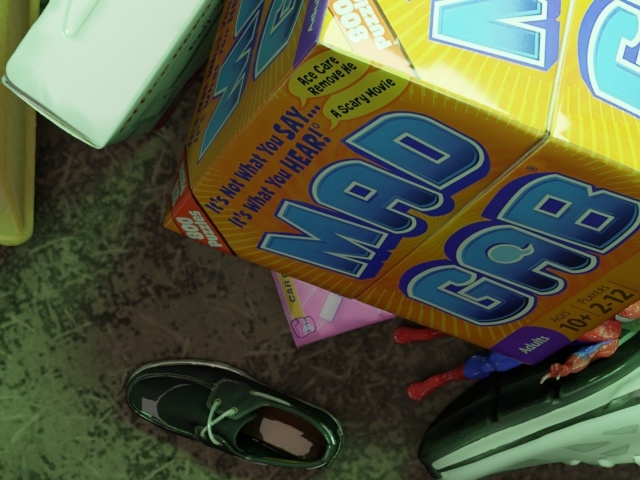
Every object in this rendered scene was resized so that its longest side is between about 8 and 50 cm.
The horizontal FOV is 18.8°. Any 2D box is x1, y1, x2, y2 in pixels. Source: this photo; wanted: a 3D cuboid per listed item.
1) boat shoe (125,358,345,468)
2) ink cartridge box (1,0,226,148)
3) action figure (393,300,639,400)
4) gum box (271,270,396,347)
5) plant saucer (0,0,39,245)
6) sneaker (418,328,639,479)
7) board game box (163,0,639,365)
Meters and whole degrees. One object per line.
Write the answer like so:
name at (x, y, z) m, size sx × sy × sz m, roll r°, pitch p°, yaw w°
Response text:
boat shoe at (-0.091, 0.179, 1.984) m, size 0.233 × 0.079 × 0.084 m, roll 17°, pitch 101°, yaw 5°
ink cartridge box at (-0.169, -0.205, 1.834) m, size 0.117 × 0.283 × 0.207 m, roll 36°, pitch 100°, yaw 1°
action figure at (0.175, 0.096, 1.849) m, size 0.280 × 0.139 × 0.091 m, roll -18°, pitch 85°, yaw 37°
gum box at (0.000, 0.000, 1.955) m, size 0.107 × 0.062 × 0.188 m, roll -17°, pitch 96°, yaw 8°
plant saucer at (-0.434, -0.179, 1.935) m, size 0.333 × 0.081 × 0.332 m, roll 9°, pitch 119°, yaw 5°
sneaker at (0.335, 0.212, 1.896) m, size 0.448 × 0.169 × 0.257 m, roll -23°, pitch 102°, yaw 15°
board game box at (0.130, -0.163, 1.563) m, size 0.356 × 0.356 × 0.356 m, roll 21°, pitch 63°, yaw -15°
